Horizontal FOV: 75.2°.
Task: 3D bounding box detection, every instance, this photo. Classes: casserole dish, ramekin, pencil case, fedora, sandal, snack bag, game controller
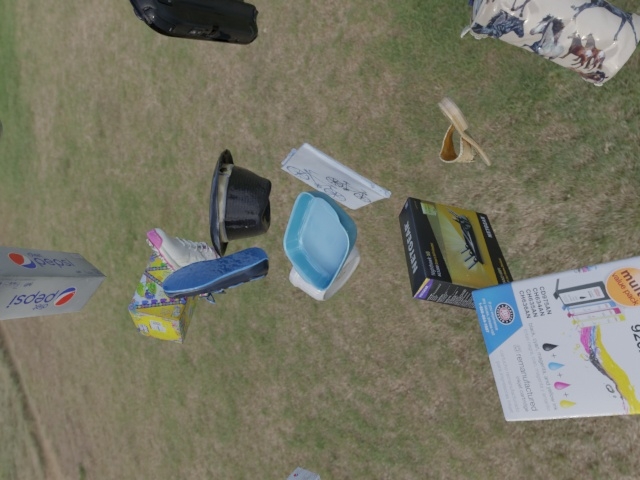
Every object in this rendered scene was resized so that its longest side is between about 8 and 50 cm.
[{"bbox_3d":[0.000,0.000,0.634,0.114,0.037,0.188,47,145,18],"label":"casserole dish"},{"bbox_3d":[0.020,0.073,1.169,0.109,0.207,0.207,40,117,18],"label":"ramekin"},{"bbox_3d":[0.567,-0.526,1.021,0.410,0.160,0.183,21,147,-4],"label":"pencil case"},{"bbox_3d":[-0.220,-0.105,1.207,0.152,0.334,0.334,3,97,-4],"label":"fedora"},{"bbox_3d":[0.275,-0.201,0.859,0.079,0.240,0.088,-38,54,19],"label":"sandal"},{"bbox_3d":[0.035,-0.210,1.379,0.037,0.323,0.342,-63,12,-9],"label":"snack bag"},{"bbox_3d":[-0.202,-0.399,0.653,0.067,0.319,0.166,-29,99,26],"label":"game controller"}]

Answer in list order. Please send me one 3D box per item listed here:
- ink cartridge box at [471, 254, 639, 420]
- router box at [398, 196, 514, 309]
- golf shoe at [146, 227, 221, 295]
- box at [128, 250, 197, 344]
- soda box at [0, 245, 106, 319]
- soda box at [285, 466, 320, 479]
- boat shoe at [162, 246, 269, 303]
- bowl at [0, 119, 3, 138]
[{"bbox_3d":[0.351,0.121,0.541,0.232,0.168,0.171,-18,75,29],"label":"ink cartridge box"},{"bbox_3d":[0.346,0.031,1.086,0.309,0.242,0.081,-89,14,-46],"label":"router box"},{"bbox_3d":[-0.375,0.039,1.193,0.140,0.306,0.115,-42,58,-12],"label":"golf shoe"},{"bbox_3d":[-0.563,0.202,1.570,0.290,0.177,0.279,115,168,-57],"label":"box"},{"bbox_3d":[-0.536,0.077,0.763,0.091,0.286,0.098,37,90,8],"label":"soda box"},{"bbox_3d":[-0.033,0.695,1.047,0.073,0.069,0.216,-2,101,36],"label":"soda box"},{"bbox_3d":[-0.246,0.101,1.014,0.109,0.258,0.089,-110,9,-47],"label":"boat shoe"},{"bbox_3d":[-0.911,-0.268,0.991,0.163,0.311,0.311,41,120,1],"label":"bowl"}]
